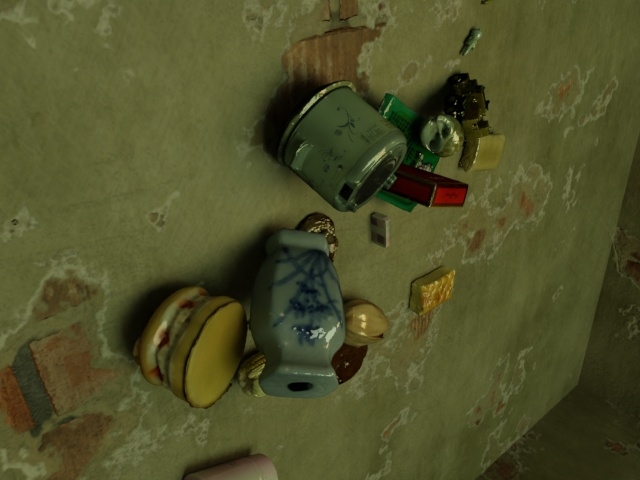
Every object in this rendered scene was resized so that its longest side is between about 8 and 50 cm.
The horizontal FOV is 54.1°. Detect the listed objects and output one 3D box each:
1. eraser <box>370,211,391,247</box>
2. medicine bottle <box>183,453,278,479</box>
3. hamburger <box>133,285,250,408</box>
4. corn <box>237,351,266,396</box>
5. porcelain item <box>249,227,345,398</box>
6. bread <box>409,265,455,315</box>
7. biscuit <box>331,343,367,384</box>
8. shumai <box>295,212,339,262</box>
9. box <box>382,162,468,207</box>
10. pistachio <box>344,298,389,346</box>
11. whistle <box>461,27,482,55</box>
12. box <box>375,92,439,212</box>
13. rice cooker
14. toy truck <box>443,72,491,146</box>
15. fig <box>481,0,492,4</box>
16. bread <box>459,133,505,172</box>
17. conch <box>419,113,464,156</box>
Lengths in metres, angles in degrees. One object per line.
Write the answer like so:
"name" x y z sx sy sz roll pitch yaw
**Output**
"eraser" 0.188 -0.032 1.941 0.026 0.065 0.105 -29 129 -31
"medicine bottle" -0.263 0.726 1.833 0.254 0.152 0.152 0 111 -45
"hamburger" -0.305 0.252 1.497 0.260 0.187 0.302 -61 152 -26
"corn" -0.100 0.353 1.816 0.305 0.122 0.123 -21 126 -39
"porcelain item" -0.054 0.172 1.551 0.243 0.405 0.178 7 145 -14
"bread" 0.410 0.180 2.281 0.188 0.068 0.125 -22 125 -37
"biscuit" 0.080 0.389 2.085 0.212 0.036 0.212 -22 124 -37
"shumai" -0.001 -0.008 1.751 0.123 0.105 0.139 62 40 -40
"box" 0.244 -0.149 1.641 0.153 0.240 0.074 2 108 -46
"pistachio" 0.134 0.264 1.984 0.230 0.157 0.157 15 100 -53
"whistle" 0.467 -0.612 1.931 0.035 0.035 0.100 34 87 -49
"box" 0.205 -0.249 1.811 0.337 0.106 0.264 20 97 -50
"rice cooker" 0.043 -0.231 1.521 0.317 0.316 0.264 -25 157 -35
"toy truck" 0.447 -0.404 1.898 0.257 0.127 0.127 -76 150 -45
"fig" 0.562 -0.789 1.923 0.166 0.093 0.093 -22 139 15
"bread" 0.566 -0.307 2.179 0.178 0.060 0.139 -7 117 -44
"conch" 0.343 -0.299 1.771 0.173 0.106 0.116 21 108 -33
